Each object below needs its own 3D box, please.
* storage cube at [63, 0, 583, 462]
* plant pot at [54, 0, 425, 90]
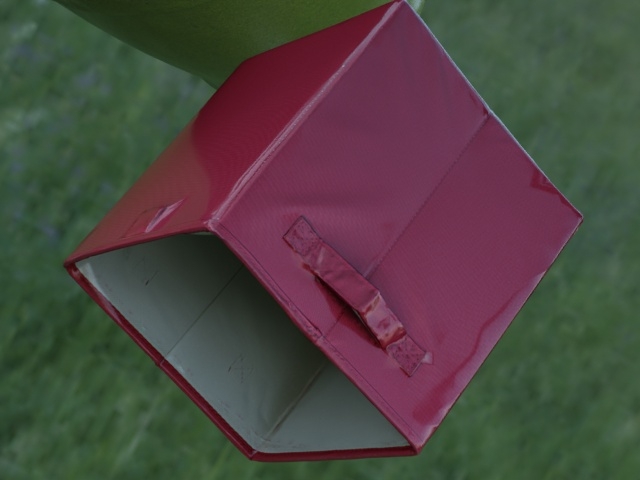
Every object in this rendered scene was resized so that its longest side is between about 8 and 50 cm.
[{"bbox_3d":[0.000,0.000,1.052,0.183,0.193,0.215,48,-28,-18],"label":"storage cube"},{"bbox_3d":[-0.070,-0.281,1.366,0.366,0.366,0.353,32,-7,27],"label":"plant pot"}]
